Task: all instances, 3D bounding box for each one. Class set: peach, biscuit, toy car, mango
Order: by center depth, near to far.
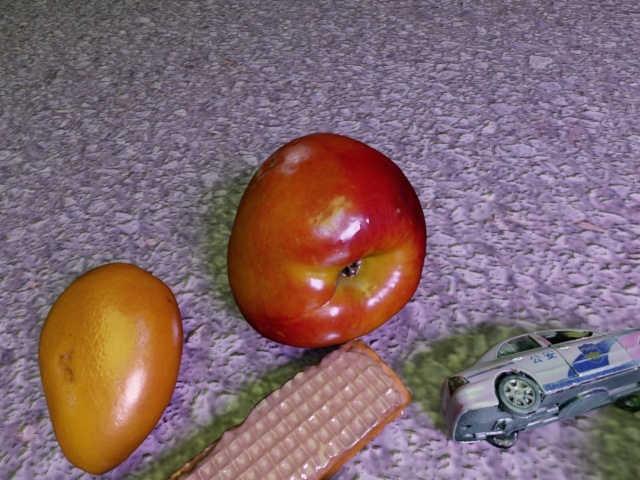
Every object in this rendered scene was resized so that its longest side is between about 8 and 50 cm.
[{"bbox_3d":[-0.080,0.228,0.357,0.379,0.054,0.094,-34,55,-20],"label":"biscuit"},{"bbox_3d":[0.224,0.129,0.380,0.225,0.090,0.076,-14,44,-4],"label":"toy car"},{"bbox_3d":[-0.221,0.127,0.432,0.145,0.112,0.219,-11,61,-3],"label":"mango"},{"bbox_3d":[0.000,0.000,0.450,0.243,0.200,0.243,-38,34,31],"label":"peach"}]
